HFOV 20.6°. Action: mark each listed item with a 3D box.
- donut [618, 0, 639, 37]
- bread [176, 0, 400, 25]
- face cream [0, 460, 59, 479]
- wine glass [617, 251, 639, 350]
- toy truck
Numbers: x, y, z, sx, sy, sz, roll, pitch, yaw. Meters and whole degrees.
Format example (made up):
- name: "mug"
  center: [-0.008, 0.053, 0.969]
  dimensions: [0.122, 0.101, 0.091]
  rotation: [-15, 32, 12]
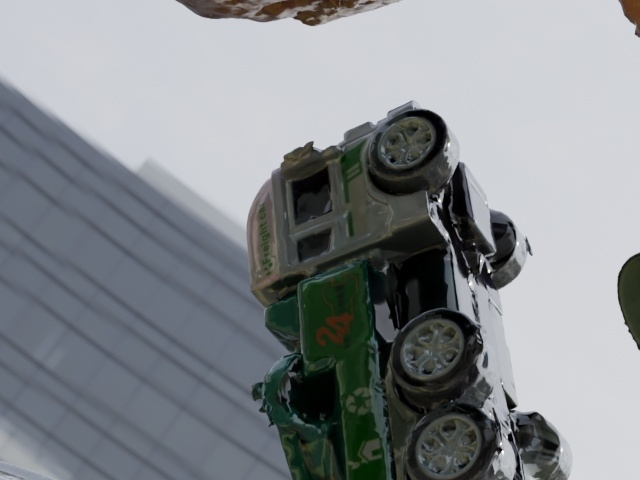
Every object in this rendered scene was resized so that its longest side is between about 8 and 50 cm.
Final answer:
- name: "donut"
  center: [0.315, -0.218, 1.194]
  dimensions: [0.253, 0.254, 0.118]
  rotation: [-10, -15, 44]
- name: "bread"
  center: [-0.014, -0.296, 1.587]
  dimensions: [0.312, 0.172, 0.312]
  rotation: [-5, -10, -1]
- name: "face cream"
  center: [-0.150, 0.225, 0.636]
  dimensions: [0.071, 0.291, 0.144]
  rotation: [20, -9, -34]
- name: "wine glass"
  center: [0.295, -0.001, 1.104]
  dimensions: [0.103, 0.231, 0.103]
  rotation: [42, -33, 35]
- name: "toy truck"
  center: [0.048, 0.092, 1.109]
  dimensions: [0.178, 0.363, 0.176]
  rotation: [-17, -38, 19]
